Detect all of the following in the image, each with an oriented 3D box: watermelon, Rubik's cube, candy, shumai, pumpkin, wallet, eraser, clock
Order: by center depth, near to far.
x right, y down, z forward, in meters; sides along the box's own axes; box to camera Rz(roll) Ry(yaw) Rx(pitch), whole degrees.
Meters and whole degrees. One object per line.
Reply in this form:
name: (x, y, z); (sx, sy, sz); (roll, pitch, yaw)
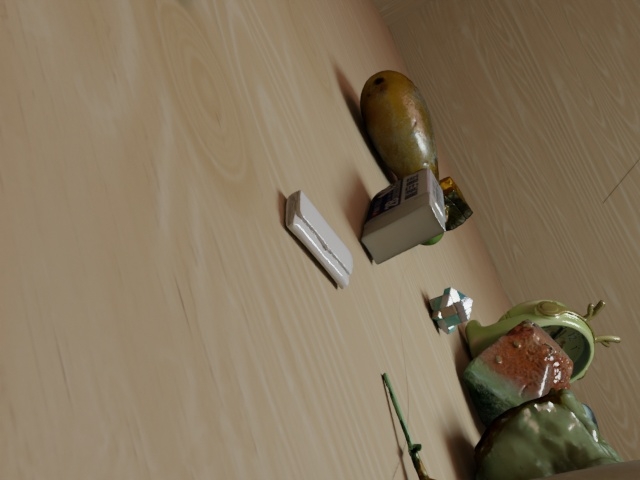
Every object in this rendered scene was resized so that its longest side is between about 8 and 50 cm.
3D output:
candy: (0.106, 0.237, 0.626); (0.056, 0.049, 0.185); (89, -15, -54)
wallet: (0.000, 0.000, 0.646); (0.122, 0.025, 0.061); (51, 30, -36)
shumai: (0.384, 0.391, 0.795); (0.397, 0.324, 0.323); (35, 16, -45)
eraser: (0.140, -0.045, 0.911); (0.068, 0.124, 0.210); (59, 19, -14)
Rubik's cube: (0.254, 0.133, 1.066); (0.075, 0.084, 0.073); (51, 13, 11)
watermelon: (0.420, 0.265, 1.082); (0.256, 0.139, 0.193); (-42, 110, -30)
clock: (0.507, 0.236, 1.244); (0.235, 0.308, 0.096); (57, 18, -24)
pumpkin: (0.319, -0.076, 1.417); (0.126, 0.131, 0.248); (62, 21, -8)

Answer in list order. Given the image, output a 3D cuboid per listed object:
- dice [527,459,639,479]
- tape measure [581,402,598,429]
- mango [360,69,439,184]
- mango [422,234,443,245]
dice: (0.176, 0.316, 0.293); (0.277, 0.304, 0.304); (47, 27, -42)
tape measure: (0.544, 0.482, 1.232); (0.256, 0.147, 0.275); (28, 62, -52)
mango: (0.190, -0.232, 1.250); (0.193, 0.146, 0.316); (-74, 142, -65)
mango: (0.217, -0.054, 1.200); (0.122, 0.085, 0.191); (49, 11, -11)
